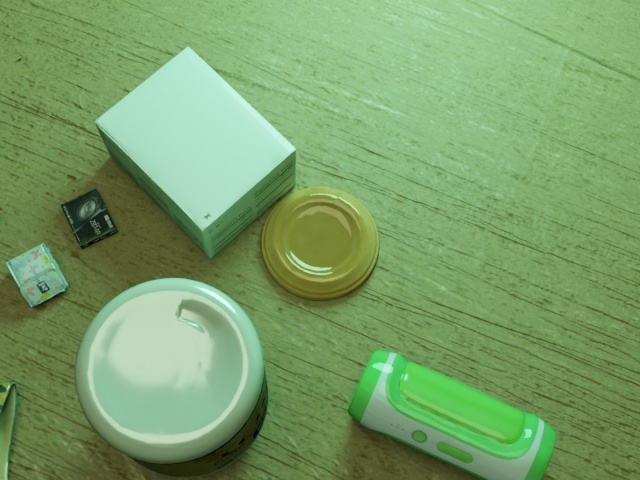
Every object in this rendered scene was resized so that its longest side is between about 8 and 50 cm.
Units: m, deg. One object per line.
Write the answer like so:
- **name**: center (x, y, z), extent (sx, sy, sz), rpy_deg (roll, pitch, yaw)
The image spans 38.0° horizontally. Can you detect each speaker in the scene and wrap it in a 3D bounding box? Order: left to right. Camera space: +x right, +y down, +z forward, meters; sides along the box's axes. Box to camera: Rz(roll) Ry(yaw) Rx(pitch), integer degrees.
- **speaker**: center (0.197, 0.274, 1.407), extent (0.297, 0.131, 0.131), rpy_deg (24, 72, 7)

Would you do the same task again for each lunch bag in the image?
- **lunch bag**: center (-0.456, 0.057, 1.504), extent (0.071, 0.053, 0.083), rpy_deg (-28, 83, -9)

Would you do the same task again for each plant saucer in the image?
- **plant saucer**: center (0.000, 0.000, 1.543), extent (0.200, 0.037, 0.200), rpy_deg (0, 71, -1)

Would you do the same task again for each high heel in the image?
- **high heel**: center (-0.462, 0.341, 1.383), extent (0.261, 0.093, 0.186), rpy_deg (38, 76, 17)

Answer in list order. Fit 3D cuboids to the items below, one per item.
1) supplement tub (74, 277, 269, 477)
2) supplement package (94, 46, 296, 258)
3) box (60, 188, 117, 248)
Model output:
- **supplement tub**: center (-0.195, 0.207, 1.310), extent (0.241, 0.331, 0.241), rpy_deg (0, 71, -1)
- **supplement package**: center (-0.199, -0.144, 1.531), extent (0.204, 0.145, 0.262), rpy_deg (-42, 78, -14)
- **box**: center (-0.387, -0.037, 1.554), extent (0.067, 0.018, 0.083), rpy_deg (-26, 73, -9)
